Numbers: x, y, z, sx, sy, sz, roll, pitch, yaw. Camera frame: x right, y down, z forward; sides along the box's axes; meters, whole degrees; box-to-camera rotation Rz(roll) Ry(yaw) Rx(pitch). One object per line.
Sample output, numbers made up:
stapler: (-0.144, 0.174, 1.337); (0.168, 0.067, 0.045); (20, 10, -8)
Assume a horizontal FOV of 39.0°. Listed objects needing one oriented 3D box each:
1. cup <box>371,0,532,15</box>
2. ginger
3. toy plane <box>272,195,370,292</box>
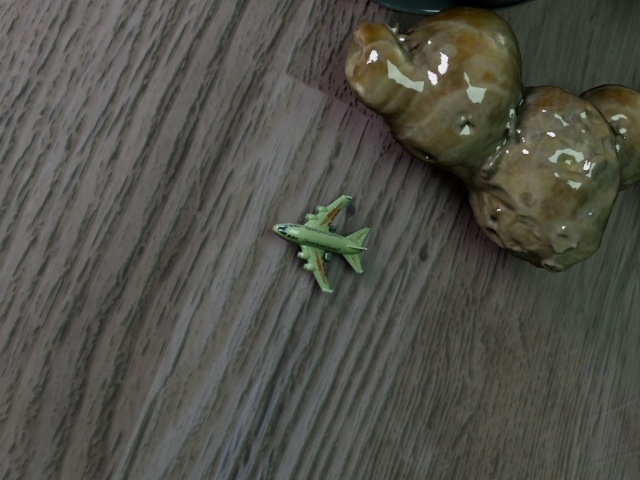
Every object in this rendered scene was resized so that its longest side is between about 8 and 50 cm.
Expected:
cup: (0.143, -0.406, 0.924); (0.206, 0.205, 0.312); (3, 85, -22)
ginger: (0.190, -0.123, 0.954); (0.375, 0.176, 0.256); (28, 60, -16)
toy plane: (0.000, 0.000, 0.933); (0.111, 0.040, 0.102); (13, 81, -20)
